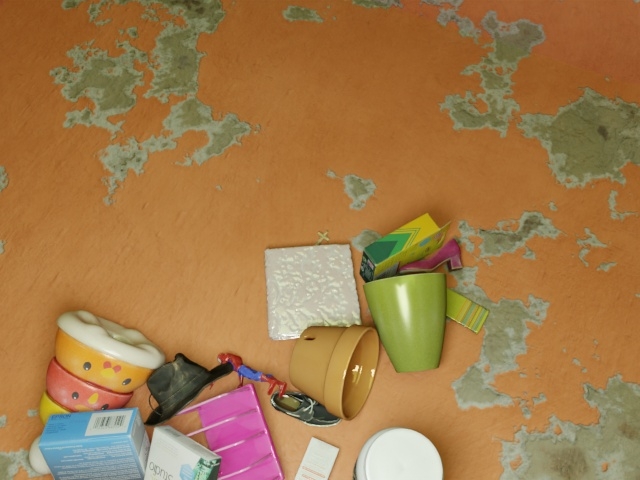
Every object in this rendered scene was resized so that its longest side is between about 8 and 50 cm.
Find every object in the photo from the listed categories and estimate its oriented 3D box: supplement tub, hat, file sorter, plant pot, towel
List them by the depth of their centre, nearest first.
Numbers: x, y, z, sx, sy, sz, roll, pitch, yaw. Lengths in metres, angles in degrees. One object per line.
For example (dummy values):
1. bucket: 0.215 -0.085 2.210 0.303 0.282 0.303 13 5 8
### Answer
1. supplement tub: 0.213 0.655 1.649 0.236 0.324 0.235 0 62 0
2. file sorter: -0.271 0.593 1.692 0.202 0.182 0.290 -25 76 16
3. hat: -0.423 0.413 1.756 0.331 0.331 0.133 -33 91 -16
4. plant pot: 0.036 0.387 1.830 0.204 0.290 0.290 12 62 24
5. plant pot: 0.290 0.273 1.907 0.275 0.275 0.293 -6 79 -3
6. towel: 0.459 0.226 2.046 0.237 0.021 0.102 30 61 15
7. towel: -0.032 0.172 2.051 0.317 0.053 0.331 -4 63 -3

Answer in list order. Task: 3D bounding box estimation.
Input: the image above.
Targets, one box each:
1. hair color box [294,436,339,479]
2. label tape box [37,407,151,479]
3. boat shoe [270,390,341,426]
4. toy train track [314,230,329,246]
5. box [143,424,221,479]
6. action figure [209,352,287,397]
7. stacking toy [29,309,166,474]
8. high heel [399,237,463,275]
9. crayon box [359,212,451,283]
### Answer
1. hair color box: -0.017 0.695 1.781 0.093 0.053 0.167 22 63 9
2. label tape box: -0.616 0.642 1.687 0.249 0.347 0.115 -5 35 -1
3. boat shoe: -0.045 0.528 1.854 0.233 0.079 0.084 15 62 6
4. toy train track: 0.000 0.000 2.162 0.048 0.014 0.083 36 74 9
5. box: -0.393 0.698 1.596 0.232 0.059 0.321 13 93 38
6. action figure: -0.249 0.450 1.867 0.280 0.091 0.139 22 82 40
7. stacking toy: -0.722 0.486 1.794 0.351 0.350 0.479 24 83 12
8. high heel: 0.386 0.058 2.089 0.244 0.082 0.117 -7 72 -9
9. crayon box: 0.291 0.027 2.045 0.319 0.202 0.081 -28 66 -15
